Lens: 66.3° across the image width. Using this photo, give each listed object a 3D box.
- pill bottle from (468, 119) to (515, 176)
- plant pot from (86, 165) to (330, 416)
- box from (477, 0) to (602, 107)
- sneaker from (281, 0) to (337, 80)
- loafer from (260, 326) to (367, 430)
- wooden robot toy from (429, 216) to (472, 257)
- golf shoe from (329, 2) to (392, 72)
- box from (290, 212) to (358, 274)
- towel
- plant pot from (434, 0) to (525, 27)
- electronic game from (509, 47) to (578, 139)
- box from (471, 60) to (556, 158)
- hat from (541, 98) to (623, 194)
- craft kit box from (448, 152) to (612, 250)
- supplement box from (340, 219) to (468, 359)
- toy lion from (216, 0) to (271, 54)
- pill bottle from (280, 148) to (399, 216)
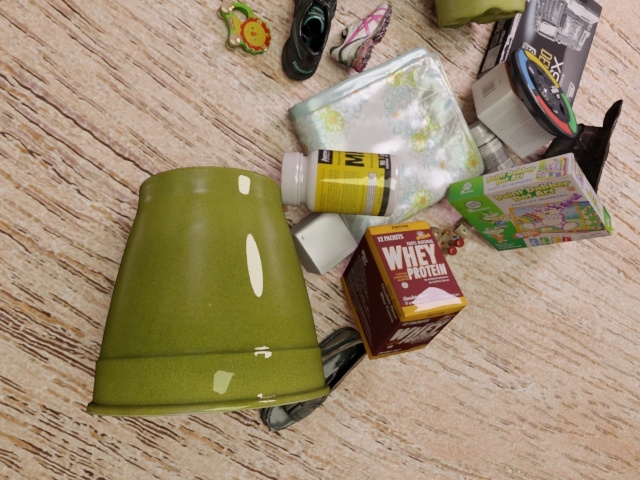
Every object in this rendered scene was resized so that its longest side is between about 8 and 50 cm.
[{"bbox_3d":[0.388,-0.208,1.142,0.078,0.078,0.137,-37,101,-17],"label":"pill bottle"},{"bbox_3d":[-0.178,0.078,0.808,0.367,0.366,0.352,1,78,-21],"label":"plant pot"},{"bbox_3d":[0.541,-0.487,1.201,0.242,0.076,0.307,24,81,-19],"label":"box"},{"bbox_3d":[-0.006,-0.458,0.981,0.101,0.106,0.267,10,85,-19],"label":"sneaker"},{"bbox_3d":[-0.009,0.277,0.986,0.267,0.084,0.096,-42,104,-16],"label":"loafer"},{"bbox_3d":[0.277,-0.009,1.107,0.079,0.076,0.173,45,75,-3],"label":"wooden robot toy"},{"bbox_3d":[0.090,-0.443,1.035,0.086,0.067,0.186,28,67,7],"label":"golf shoe"},{"bbox_3d":[0.000,0.000,0.989,0.101,0.087,0.102,-36,102,-17],"label":"box"},{"bbox_3d":[0.154,-0.207,1.049,0.374,0.090,0.320,-29,99,-18],"label":"towel"},{"bbox_3d":[0.338,-0.603,1.046,0.276,0.276,0.253,-13,105,-20],"label":"plant pot"},{"bbox_3d":[0.487,-0.319,1.065,0.229,0.048,0.229,23,52,-33],"label":"electronic game"},{"bbox_3d":[0.437,-0.295,1.113,0.170,0.091,0.130,31,43,-26],"label":"box"},{"bbox_3d":[0.597,-0.178,1.173,0.134,0.331,0.331,16,82,19],"label":"hat"},{"bbox_3d":[0.442,-0.067,1.034,0.247,0.250,0.061,37,56,-36],"label":"craft kit box"},{"bbox_3d":[0.150,0.097,0.950,0.129,0.194,0.191,-7,57,-20],"label":"supplement box"},{"bbox_3d":[-0.146,-0.419,0.969,0.096,0.034,0.100,-17,95,-27],"label":"toy lion"},{"bbox_3d":[0.033,-0.108,0.913,0.209,0.119,0.119,3,88,-2],"label":"pill bottle"}]
